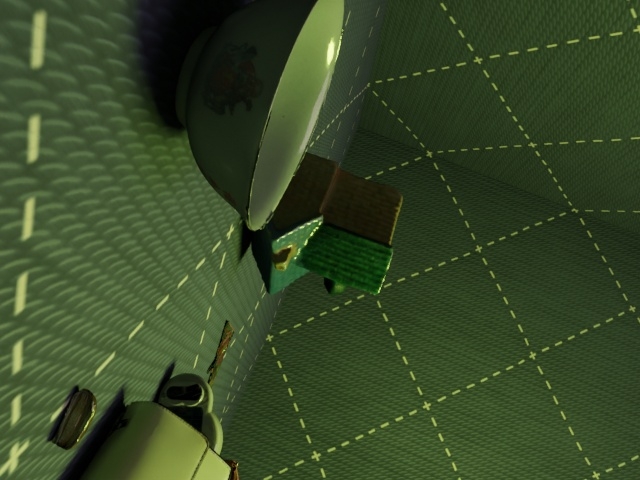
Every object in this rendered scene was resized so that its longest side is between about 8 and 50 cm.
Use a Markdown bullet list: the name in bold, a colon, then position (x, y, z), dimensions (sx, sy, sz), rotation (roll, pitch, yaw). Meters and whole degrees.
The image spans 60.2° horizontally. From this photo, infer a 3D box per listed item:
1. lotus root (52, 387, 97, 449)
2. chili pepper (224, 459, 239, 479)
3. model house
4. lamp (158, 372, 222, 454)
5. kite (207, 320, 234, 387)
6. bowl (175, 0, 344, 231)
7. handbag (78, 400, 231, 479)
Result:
- **lotus root**: position (-0.342, 0.252, 0.781), dimensions (0.030, 0.037, 0.083), rotation (113, 0, -79)
- **chili pepper**: position (-0.349, 0.660, 1.380), dimensions (0.229, 0.305, 0.251), rotation (96, 2, -48)
- **model house**: position (0.000, 0.000, 1.520), dimensions (0.335, 0.382, 0.343), rotation (103, 5, -55)
- **lamp**: position (-0.311, 0.428, 1.252), dimensions (0.108, 0.179, 0.246), rotation (113, -19, -71)
- **kite**: position (-0.321, 0.360, 1.835), dimensions (0.234, 0.016, 0.321), rotation (-60, 171, -63)
- **bowl**: position (-0.098, -0.199, 0.762), dimensions (0.345, 0.157, 0.346), rotation (22, 90, -87)
- **handbag**: position (-0.327, 0.485, 0.932), dimensions (0.160, 0.237, 0.358), rotation (-22, -153, 34)
